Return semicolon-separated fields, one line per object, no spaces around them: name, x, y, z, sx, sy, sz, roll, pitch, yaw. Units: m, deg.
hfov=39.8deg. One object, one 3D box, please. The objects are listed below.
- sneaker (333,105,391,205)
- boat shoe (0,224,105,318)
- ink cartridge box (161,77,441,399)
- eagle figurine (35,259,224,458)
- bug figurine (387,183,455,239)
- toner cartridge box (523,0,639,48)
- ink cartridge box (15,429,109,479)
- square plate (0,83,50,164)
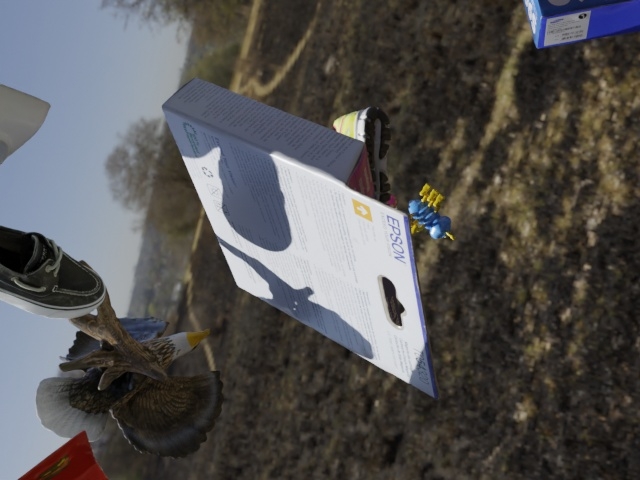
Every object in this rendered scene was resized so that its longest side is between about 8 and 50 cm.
sneaker;0.050;-0.096;1.340;0.094;0.081;0.209;6;89;42
boat shoe;-0.326;0.031;0.990;0.070;0.219;0.078;-34;55;30
ink cartridge box;0.000;0.000;0.988;0.071;0.330;0.324;-48;-34;-26
eagle figurine;-0.251;0.181;1.234;0.298;0.225;0.227;102;173;-70
bug figurine;0.091;0.001;1.520;0.279;0.216;0.072;-48;-27;9
toner cartridge box;0.358;-0.450;1.274;0.075;0.165;0.348;75;-174;-65
ink cartridge box;-0.353;0.408;1.039;0.308;0.091;0.385;-38;-20;-25
square plate;-0.475;-0.051;0.884;0.347;0.049;0.344;-37;-8;8
